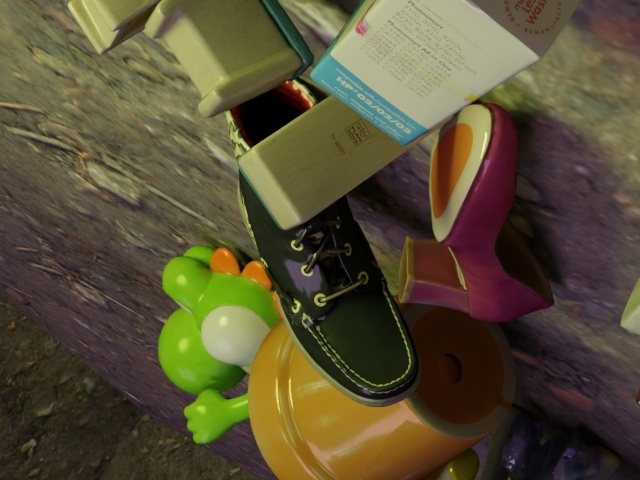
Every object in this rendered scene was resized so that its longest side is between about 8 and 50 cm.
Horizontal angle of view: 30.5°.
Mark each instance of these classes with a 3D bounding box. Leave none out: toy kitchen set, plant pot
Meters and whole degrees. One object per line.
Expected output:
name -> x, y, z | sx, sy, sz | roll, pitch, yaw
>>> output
toy kitchen set -> -0.046, -0.116, 0.750 | 0.207, 0.122, 0.166 | 57, 161, -4
plant pot -> 0.067, 0.130, 1.051 | 0.205, 0.205, 0.188 | 38, 147, -13

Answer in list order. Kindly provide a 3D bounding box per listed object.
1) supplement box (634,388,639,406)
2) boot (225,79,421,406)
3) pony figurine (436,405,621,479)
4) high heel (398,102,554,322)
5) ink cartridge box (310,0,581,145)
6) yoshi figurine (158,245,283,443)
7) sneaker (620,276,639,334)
supplement box -> 0.336, 0.157, 0.800 | 0.239, 0.073, 0.130 | 45, 160, -28
boot -> -0.002, 0.000, 0.869 | 0.236, 0.085, 0.178 | 59, 169, 23
pony figurine -> 0.147, 0.345, 1.159 | 0.303, 0.363, 0.351 | 35, 163, -2
high heel -> 0.126, -0.010, 0.773 | 0.117, 0.082, 0.244 | 4, 148, -4
ink cartridge box -> 0.070, -0.115, 0.491 | 0.062, 0.104, 0.181 | 36, 163, -8
yoshi figurine -> -0.049, 0.166, 1.331 | 0.362, 0.203, 0.203 | 43, -179, 13
sneaker -> 0.257, 0.027, 0.557 | 0.169, 0.108, 0.292 | 29, 172, 9
